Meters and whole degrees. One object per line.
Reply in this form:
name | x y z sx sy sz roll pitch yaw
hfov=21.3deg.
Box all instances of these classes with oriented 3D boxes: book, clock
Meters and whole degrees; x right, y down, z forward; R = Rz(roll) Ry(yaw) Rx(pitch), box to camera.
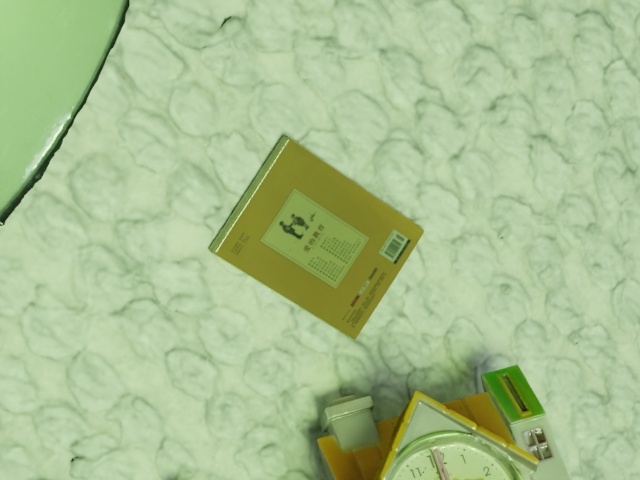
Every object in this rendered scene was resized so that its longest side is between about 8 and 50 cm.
book | 0.000 0.000 1.470 0.172 0.012 0.118 34 89 -32
clock | 0.118 0.261 1.459 0.235 0.166 0.309 -15 69 -13

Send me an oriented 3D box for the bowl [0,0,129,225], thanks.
bowl | -0.295 -0.137 1.128 0.185 0.354 0.354 34 88 12
